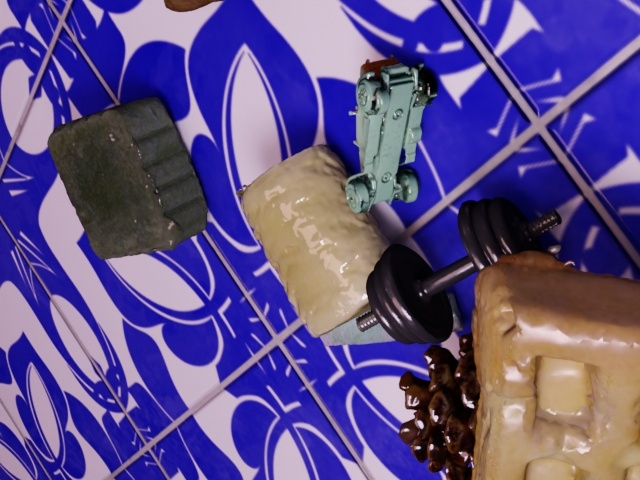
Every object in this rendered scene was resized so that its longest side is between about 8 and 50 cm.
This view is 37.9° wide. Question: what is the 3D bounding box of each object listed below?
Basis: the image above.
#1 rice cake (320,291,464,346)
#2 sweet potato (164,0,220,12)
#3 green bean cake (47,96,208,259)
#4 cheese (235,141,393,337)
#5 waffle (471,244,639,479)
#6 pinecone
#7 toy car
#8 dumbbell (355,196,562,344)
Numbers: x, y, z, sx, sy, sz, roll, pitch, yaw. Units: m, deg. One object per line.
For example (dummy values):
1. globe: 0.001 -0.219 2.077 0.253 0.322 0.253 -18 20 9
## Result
1. rice cake: 0.069 0.084 0.964 0.211 0.034 0.043 -13 94 51
2. sweet potato: -0.065 -0.272 0.848 0.341 0.092 0.114 6 133 47
3. green bean cake: -0.234 -0.076 1.149 0.185 0.094 0.183 -7 107 49
4. cheese: 0.000 0.000 0.923 0.123 0.094 0.167 -34 80 26
5. waffle: 0.271 0.163 0.645 0.348 0.077 0.304 6 121 12
6. pinecone: 0.144 0.154 0.828 0.165 0.163 0.163 7 117 54
7. toy car: 0.058 -0.093 0.840 0.054 0.073 0.143 46 143 42
8. dumbbell: 0.115 0.029 0.806 0.208 0.099 0.099 -32 88 27
